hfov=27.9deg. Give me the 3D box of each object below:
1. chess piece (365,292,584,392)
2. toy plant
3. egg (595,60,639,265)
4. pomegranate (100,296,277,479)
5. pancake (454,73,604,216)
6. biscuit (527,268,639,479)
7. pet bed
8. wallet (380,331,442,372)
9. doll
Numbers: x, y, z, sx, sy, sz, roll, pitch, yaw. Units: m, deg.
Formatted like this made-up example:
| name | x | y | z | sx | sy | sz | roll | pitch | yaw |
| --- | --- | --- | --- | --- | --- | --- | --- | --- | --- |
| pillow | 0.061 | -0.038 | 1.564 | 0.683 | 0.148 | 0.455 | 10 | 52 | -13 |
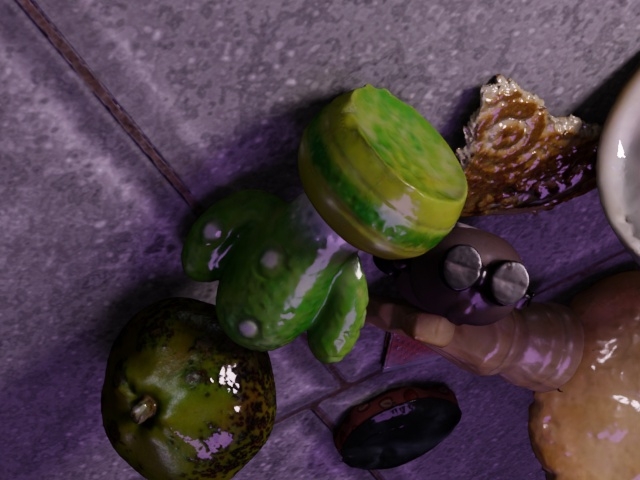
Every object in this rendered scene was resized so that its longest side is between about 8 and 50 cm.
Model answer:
| name | x | y | z | sx | sy | sz | roll | pitch | yaw |
| --- | --- | --- | --- | --- | --- | --- | --- | --- | --- |
| chess piece | 0.197 | 0.122 | 1.711 | 0.301 | 0.137 | 0.137 | 13 | 132 | -29 |
| toy plant | 0.000 | 0.000 | 1.391 | 0.316 | 0.224 | 0.184 | -43 | 179 | 29 |
| egg | 0.539 | -0.057 | 1.461 | 0.354 | 0.354 | 0.340 | -39 | 138 | 22 |
| pomegranate | -0.161 | 0.173 | 1.551 | 0.204 | 0.276 | 0.222 | 15 | 103 | -13 |
| pancake | 0.239 | -0.117 | 1.509 | 0.266 | 0.057 | 0.244 | -27 | 136 | -1 |
| biscuit | 0.516 | 0.238 | 1.838 | 0.446 | 0.429 | 0.104 | 9 | 179 | -8 |
| pet bed | 0.115 | 0.285 | 1.949 | 0.201 | 0.053 | 0.201 | -16 | 144 | -12 |
| wallet | 0.182 | 0.132 | 1.813 | 0.197 | 0.020 | 0.103 | -13 | 144 | -13 |
| doll | 0.162 | 0.038 | 1.526 | 0.182 | 0.257 | 0.117 | 21 | 92 | -5 |
